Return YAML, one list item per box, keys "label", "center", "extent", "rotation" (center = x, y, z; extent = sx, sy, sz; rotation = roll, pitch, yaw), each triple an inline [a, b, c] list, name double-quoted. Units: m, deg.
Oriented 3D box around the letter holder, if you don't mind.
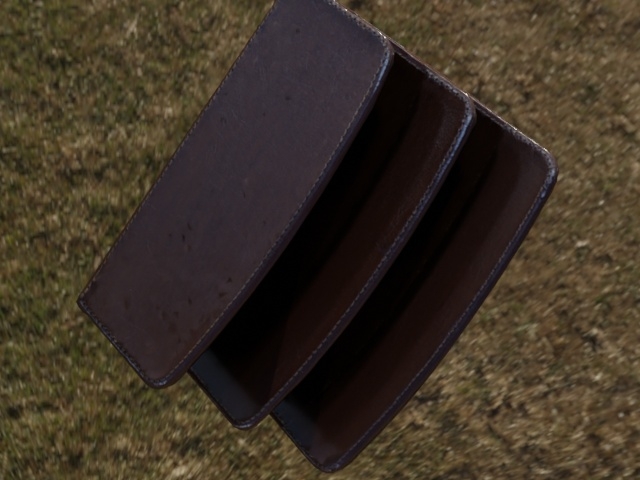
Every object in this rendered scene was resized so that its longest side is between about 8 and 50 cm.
- label: "letter holder"
  center: [0.000, 0.000, 0.839]
  extent: [0.214, 0.152, 0.302]
  rotation: [43, 103, 35]
